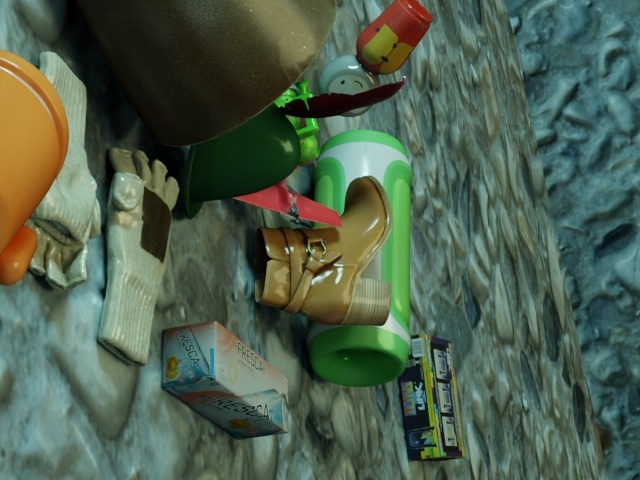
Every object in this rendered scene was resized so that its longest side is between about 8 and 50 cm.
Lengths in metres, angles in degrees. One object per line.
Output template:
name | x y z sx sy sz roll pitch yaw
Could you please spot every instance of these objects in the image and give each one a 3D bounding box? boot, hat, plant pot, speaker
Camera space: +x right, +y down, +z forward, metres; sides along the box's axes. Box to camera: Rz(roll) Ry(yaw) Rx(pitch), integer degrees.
boot | 0.000 0.000 1.844 0.073 0.152 0.197 123 -29 -50
hat | -0.026 -0.084 1.627 0.208 0.184 0.173 38 66 -87
plant pot | -0.137 -0.241 1.494 0.230 0.215 0.215 51 33 -32
speaker | 0.048 0.019 1.980 0.131 0.131 0.296 54 32 -53

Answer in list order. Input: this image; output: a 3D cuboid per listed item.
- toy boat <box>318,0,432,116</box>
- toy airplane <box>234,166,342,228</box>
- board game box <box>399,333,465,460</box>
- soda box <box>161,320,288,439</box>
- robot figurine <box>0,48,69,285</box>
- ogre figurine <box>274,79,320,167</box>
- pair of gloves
toy boat | -0.018 -0.286 1.832 0.318 0.148 0.267 51 22 22
toy airplane | -0.043 -0.058 1.810 0.028 0.151 0.151 -63 174 22
board game box | 0.152 0.219 2.303 0.141 0.048 0.170 25 57 -70
soda box | -0.090 0.139 1.625 0.183 0.058 0.063 45 39 -59
robot figurine | -0.251 -0.053 1.153 0.158 0.128 0.219 32 33 -6
ogre figurine | -0.055 -0.149 1.802 0.197 0.097 0.118 67 4 -63
pair of gloves | -0.190 -0.026 1.445 0.240 0.042 0.204 55 32 -50
